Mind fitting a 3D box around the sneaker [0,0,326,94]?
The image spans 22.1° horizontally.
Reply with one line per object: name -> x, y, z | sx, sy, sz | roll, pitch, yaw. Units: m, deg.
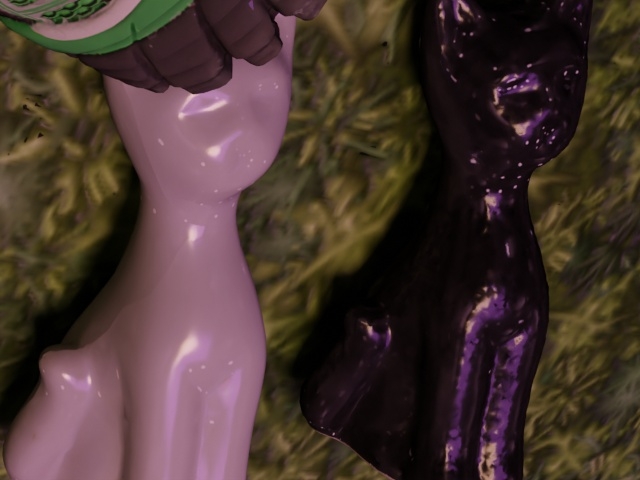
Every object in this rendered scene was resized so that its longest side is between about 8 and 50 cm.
sneaker -> -0.008, -0.196, 0.385 | 0.146, 0.134, 0.343 | 18, 111, -41

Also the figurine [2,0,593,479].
figurine -> 0.000, 0.000, 0.601 | 0.215, 0.092, 0.209 | -6, 119, -33
